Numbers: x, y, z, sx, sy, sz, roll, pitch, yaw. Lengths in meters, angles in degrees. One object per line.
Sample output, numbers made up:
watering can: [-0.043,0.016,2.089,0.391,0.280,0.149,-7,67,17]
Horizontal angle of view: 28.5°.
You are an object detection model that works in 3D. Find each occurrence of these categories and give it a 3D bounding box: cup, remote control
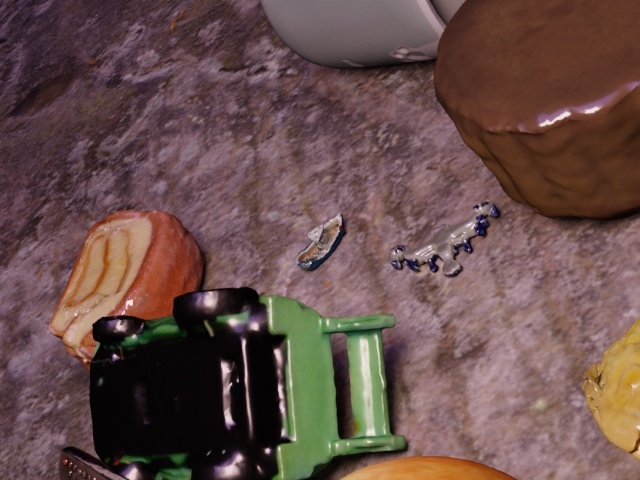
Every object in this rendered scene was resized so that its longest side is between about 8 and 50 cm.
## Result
cup: [0.108,-0.371,1.633,0.275,0.259,0.357,-3,22,40]
remote control: [-0.203,0.267,1.300,0.212,0.059,0.028,16,23,43]

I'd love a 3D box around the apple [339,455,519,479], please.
apple: [0.085,0.300,0.964,0.233,0.286,0.286,-10,48,24]

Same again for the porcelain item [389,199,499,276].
porcelain item: [0.140,0.011,1.391,0.136,0.021,0.075,-28,40,18]

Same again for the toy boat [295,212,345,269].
toy boat: [0.000,0.000,1.516,0.083,0.038,0.038,-50,38,-7]

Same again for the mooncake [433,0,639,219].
mooncake: [0.290,-0.175,1.305,0.324,0.187,0.324,-22,42,22]

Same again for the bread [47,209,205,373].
bread: [-0.245,0.073,1.595,0.190,0.123,0.244,-14,48,31]

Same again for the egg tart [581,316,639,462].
egg tart: [0.371,0.057,0.941,0.352,0.153,0.339,-7,17,17]

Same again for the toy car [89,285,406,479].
toy car: [-0.100,0.166,1.335,0.359,0.176,0.213,-15,78,45]
